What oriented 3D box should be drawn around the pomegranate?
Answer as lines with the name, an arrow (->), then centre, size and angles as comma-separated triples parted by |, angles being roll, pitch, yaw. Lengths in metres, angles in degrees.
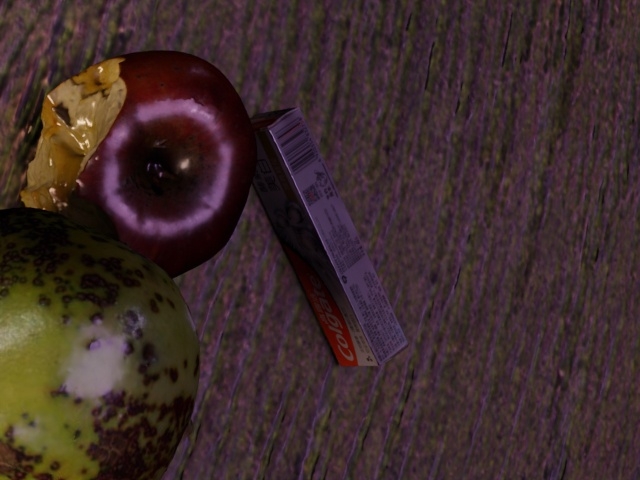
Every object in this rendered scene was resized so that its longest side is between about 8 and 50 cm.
pomegranate -> -0.172, 0.108, 1.107 | 0.276, 0.222, 0.204 | 58, 39, -49

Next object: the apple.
apple -> -0.124, -0.051, 1.184 | 0.147, 0.158, 0.156 | -18, 100, -26

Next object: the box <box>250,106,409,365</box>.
box -> 0.000, 0.000, 1.356 | 0.039, 0.055, 0.218 | -37, 112, -35
